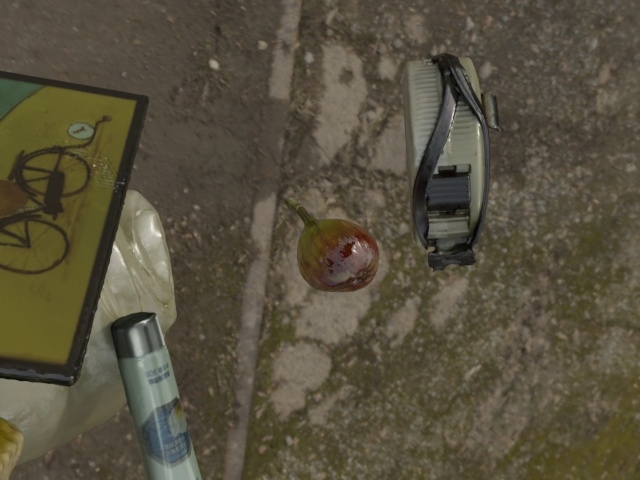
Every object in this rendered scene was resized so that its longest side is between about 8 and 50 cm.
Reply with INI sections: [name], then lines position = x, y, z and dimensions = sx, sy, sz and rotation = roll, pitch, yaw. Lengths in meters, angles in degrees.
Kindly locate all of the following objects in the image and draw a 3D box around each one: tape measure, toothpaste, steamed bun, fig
[tape measure]
position = 0.185, -0.122, 1.082
dimensions = 0.133, 0.271, 0.231
rotation = -1, 157, 8
[toothpaste]
position = -0.125, 0.175, 0.624
dimensions = 0.062, 0.039, 0.239
rotation = -23, 107, -43
[steamed bun]
position = -0.250, 0.054, 0.730
dimensions = 0.219, 0.310, 0.324
rotation = -6, 160, -9
[fig]
position = -0.001, 0.017, 1.460
dimensions = 0.160, 0.230, 0.143
rotation = 2, 108, -59

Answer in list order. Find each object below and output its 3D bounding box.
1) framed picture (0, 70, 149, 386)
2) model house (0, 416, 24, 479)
[framed picture]
position = -0.281, -0.038, 0.444
dimensions = 0.324, 0.244, 0.013
rotation = 9, 135, -10
[model house]
position = -0.248, 0.177, 0.364
dimensions = 0.234, 0.174, 0.193
rotation = 22, 86, -70
